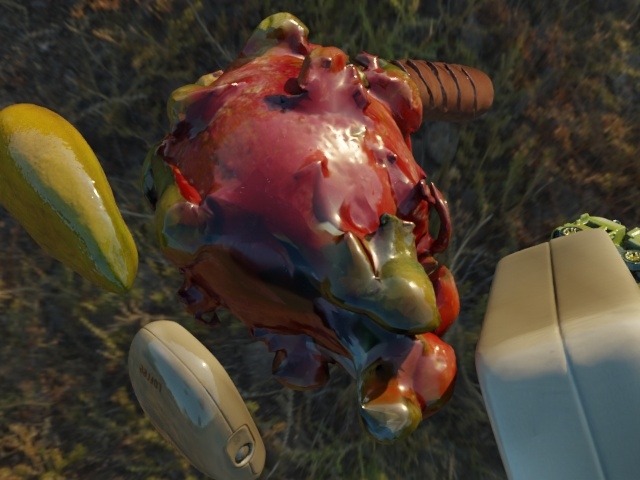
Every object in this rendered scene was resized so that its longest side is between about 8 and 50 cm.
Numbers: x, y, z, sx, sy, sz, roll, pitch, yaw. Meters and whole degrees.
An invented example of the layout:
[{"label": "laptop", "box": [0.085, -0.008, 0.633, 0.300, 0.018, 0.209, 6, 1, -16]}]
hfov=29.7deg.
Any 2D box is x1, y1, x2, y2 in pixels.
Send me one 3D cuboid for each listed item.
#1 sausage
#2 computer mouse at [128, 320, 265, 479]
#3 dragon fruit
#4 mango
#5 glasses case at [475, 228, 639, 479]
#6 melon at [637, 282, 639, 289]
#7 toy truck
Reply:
[{"label": "sausage", "box": [0.132, -0.193, 1.562, 0.088, 0.433, 0.088, 2, 95, 26]}, {"label": "computer mouse", "box": [-0.134, 0.181, 1.281, 0.082, 0.236, 0.145, -40, 56, -19]}, {"label": "dragon fruit", "box": [0.000, 0.000, 0.537, 0.133, 0.150, 0.208, -44, 52, 26]}, {"label": "mango", "box": [-0.307, -0.053, 1.429, 0.119, 0.176, 0.317, -25, 52, -24]}, {"label": "glasses case", "box": [0.142, 0.082, 0.629, 0.076, 0.336, 0.144, -17, 94, 11]}, {"label": "melon", "box": [0.353, 0.105, 1.168, 0.192, 0.139, 0.139, 21, 87, 31]}, {"label": "toy truck", "box": [0.343, 0.028, 1.329, 0.169, 0.100, 0.077, 26, 129, 41]}]
